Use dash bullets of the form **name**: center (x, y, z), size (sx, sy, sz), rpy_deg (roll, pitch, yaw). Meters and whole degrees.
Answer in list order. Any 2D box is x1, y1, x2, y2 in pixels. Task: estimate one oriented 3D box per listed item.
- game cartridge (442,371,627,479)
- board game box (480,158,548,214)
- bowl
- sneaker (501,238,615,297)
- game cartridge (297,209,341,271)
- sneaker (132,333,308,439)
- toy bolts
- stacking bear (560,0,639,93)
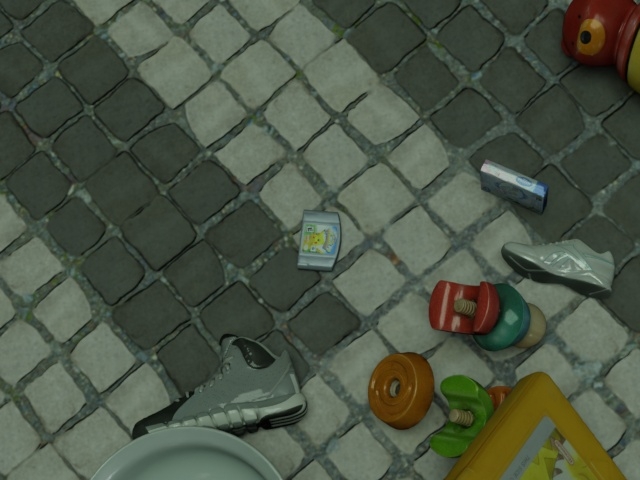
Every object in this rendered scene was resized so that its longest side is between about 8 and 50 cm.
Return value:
- **game cartridge**: center (0.256, 0.355, 1.766), size (0.285, 0.053, 0.323), rpy_deg (52, 47, -9)
- **board game box**: center (0.255, -0.070, 2.006), size (0.090, 0.090, 0.020), rpy_deg (23, 80, 11)
- **bowl**: center (-0.153, 0.386, 1.888), size (0.298, 0.134, 0.298), rpy_deg (-4, 72, 12)
- **sneaker**: center (0.312, 0.026, 1.998), size (0.152, 0.054, 0.061), rpy_deg (17, 67, 4)
- **game cartridge**: center (0.000, 0.000, 2.053), size (0.056, 0.017, 0.083), rpy_deg (5, 75, 4)
- **sneaker**: center (-0.139, 0.191, 1.986), size (0.229, 0.086, 0.132), rpy_deg (-10, 68, -7)
- **toy bolts**: center (0.197, 0.165, 1.951), size (0.218, 0.158, 0.228), rpy_deg (8, 83, 50)
- **stacking bear**: center (0.454, -0.251, 2.007), size (0.289, 0.175, 0.164), rpy_deg (24, 35, 22)
